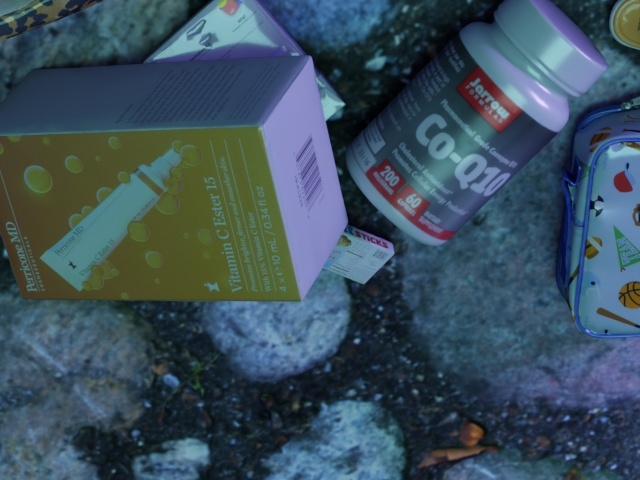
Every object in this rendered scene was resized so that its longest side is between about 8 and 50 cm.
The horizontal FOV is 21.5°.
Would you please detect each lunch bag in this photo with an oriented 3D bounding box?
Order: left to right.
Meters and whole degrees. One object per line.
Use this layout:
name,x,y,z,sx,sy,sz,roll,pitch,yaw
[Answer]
lunch bag,0.401,-0.028,2.023,0.243,0.115,0.303,-1,120,-3

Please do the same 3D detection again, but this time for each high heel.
high heel,-0.354,-0.225,1.858,0.186,0.093,0.261,8,139,-38

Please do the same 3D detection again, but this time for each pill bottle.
pill bottle,0.176,-0.143,1.903,0.161,0.161,0.283,36,110,-23

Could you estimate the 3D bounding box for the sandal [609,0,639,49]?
sandal,0.465,-0.233,1.931,0.265,0.076,0.102,0,120,-7

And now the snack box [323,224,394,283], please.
snack box,0.000,0.000,2.018,0.178,0.022,0.064,22,129,-30

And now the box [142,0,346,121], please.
box,-0.086,-0.179,1.894,0.145,0.038,0.186,-41,104,9

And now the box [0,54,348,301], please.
box,-0.172,-0.065,1.837,0.345,0.168,0.215,-1,121,22
